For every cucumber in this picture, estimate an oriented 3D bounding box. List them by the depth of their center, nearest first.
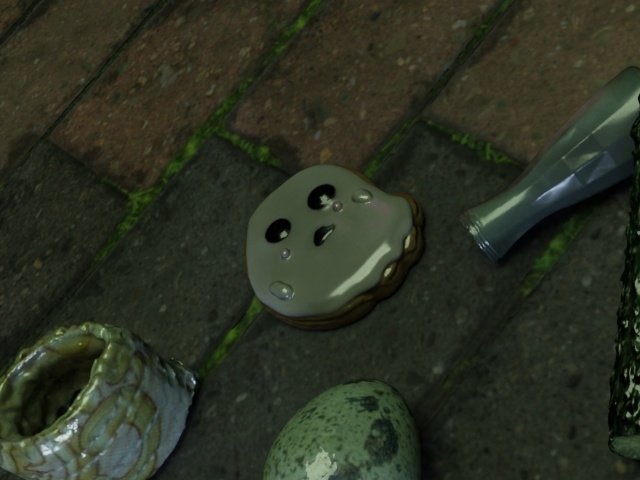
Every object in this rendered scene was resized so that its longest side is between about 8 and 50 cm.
[{"bbox_3d":[0.289,-0.002,0.982,0.096,0.096,0.359,-4,67,31],"label":"cucumber"}]

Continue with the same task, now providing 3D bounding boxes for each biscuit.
[{"bbox_3d":[0.000,0.000,1.237,0.181,0.049,0.208,-49,48,-7],"label":"biscuit"}]

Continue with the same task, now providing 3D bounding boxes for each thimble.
[{"bbox_3d":[-0.225,0.169,1.195,0.190,0.143,0.137,-37,46,4],"label":"thimble"}]

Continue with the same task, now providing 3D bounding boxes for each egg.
[{"bbox_3d":[0.022,0.195,1.026,0.132,0.132,0.172,6,53,35],"label":"egg"}]

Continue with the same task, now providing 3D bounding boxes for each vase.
[{"bbox_3d":[0.230,-0.065,1.116,0.214,0.086,0.086,-38,46,11],"label":"vase"}]
